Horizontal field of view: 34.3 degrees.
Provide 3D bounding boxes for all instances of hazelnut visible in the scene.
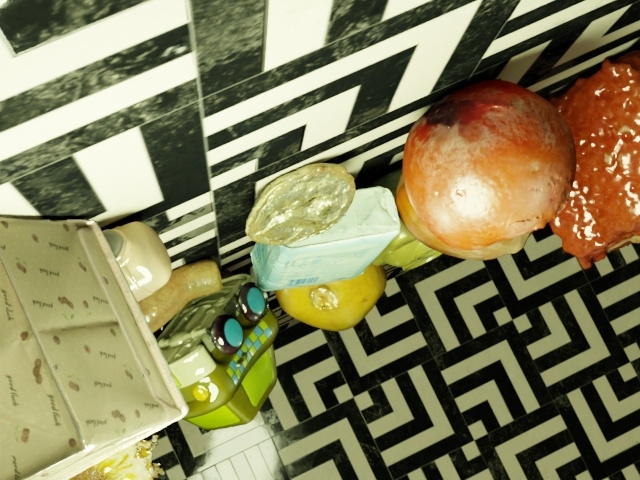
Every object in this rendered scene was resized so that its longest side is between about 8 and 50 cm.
[{"bbox_3d":[0.211,-0.066,1.441,0.214,0.214,0.176,-24,156,-17],"label":"hazelnut"}]

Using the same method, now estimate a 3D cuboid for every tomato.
[{"bbox_3d":[0.200,-0.095,1.247,0.208,0.184,0.208,-25,-172,4],"label":"tomato"}]

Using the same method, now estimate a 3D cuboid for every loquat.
[{"bbox_3d":[0.013,0.059,1.760,0.176,0.187,0.234,-56,179,18],"label":"loquat"}]

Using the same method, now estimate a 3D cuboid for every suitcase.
[{"bbox_3d":[0.172,-0.049,1.652,0.235,0.143,0.194,-23,172,-14],"label":"suitcase"}]

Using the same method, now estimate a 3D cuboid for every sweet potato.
[{"bbox_3d":[-0.313,0.135,1.499,0.385,0.109,0.109,-30,173,-9],"label":"sweet potato"}]

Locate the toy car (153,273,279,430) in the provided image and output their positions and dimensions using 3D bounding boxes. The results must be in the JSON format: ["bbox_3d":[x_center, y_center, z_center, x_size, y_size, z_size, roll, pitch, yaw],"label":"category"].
[{"bbox_3d":[-0.155,0.190,1.589,0.204,0.198,0.248,-18,-156,33],"label":"toy car"}]

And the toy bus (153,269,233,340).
[{"bbox_3d":[-0.308,0.157,1.688,0.409,0.093,0.092,-22,164,-33],"label":"toy bus"}]

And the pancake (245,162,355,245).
[{"bbox_3d":[-0.027,-0.045,1.320,0.158,0.028,0.158,-20,151,-12],"label":"pancake"}]

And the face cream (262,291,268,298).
[{"bbox_3d":[-0.172,0.143,2.317,0.115,0.020,0.038,-22,173,-9],"label":"face cream"}]

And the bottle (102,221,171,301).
[{"bbox_3d":[-0.262,0.051,1.097,0.209,0.097,0.110,-28,153,10],"label":"bottle"}]

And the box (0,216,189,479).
[{"bbox_3d":[-0.325,0.138,0.968,0.297,0.225,0.190,-29,172,14],"label":"box"}]

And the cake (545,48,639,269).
[{"bbox_3d":[0.517,-0.147,1.667,0.320,0.270,0.269,-21,171,-45],"label":"cake"}]

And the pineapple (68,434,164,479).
[{"bbox_3d":[-0.456,0.384,1.762,0.352,0.352,0.300,-23,-152,-20],"label":"pineapple"}]

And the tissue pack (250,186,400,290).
[{"bbox_3d":[0.000,0.000,1.529,0.177,0.089,0.263,-9,165,-12],"label":"tissue pack"}]
